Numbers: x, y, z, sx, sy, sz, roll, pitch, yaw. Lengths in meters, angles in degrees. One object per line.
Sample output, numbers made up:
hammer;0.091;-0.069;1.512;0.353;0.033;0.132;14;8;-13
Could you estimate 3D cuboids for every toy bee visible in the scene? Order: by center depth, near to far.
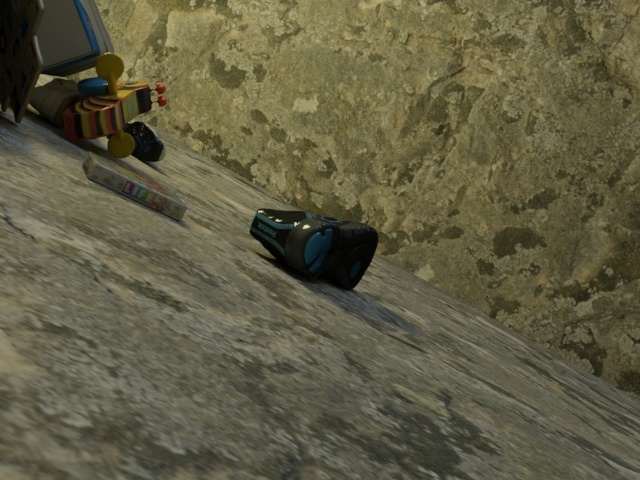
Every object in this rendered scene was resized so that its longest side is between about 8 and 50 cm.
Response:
toy bee;-0.388;-0.280;1.725;0.162;0.195;0.298;-3;47;2

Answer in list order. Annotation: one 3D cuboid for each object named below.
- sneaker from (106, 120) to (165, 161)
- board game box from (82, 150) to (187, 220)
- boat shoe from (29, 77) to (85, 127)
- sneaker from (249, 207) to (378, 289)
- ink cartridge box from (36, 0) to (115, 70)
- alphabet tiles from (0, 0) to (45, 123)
sneaker;-0.403;-0.230;2.012;0.081;0.080;0.211;20;11;-46
board game box;-0.287;-0.084;1.366;0.154;0.026;0.103;27;5;-25
boat shoe;-0.530;-0.294;1.826;0.096;0.098;0.277;29;5;-6
sneaker;0.000;0.000;1.595;0.139;0.125;0.341;25;0;25
ink cartridge box;-0.510;-0.441;1.711;0.307;0.129;0.223;-123;-167;-79
alphabet tiles;-0.506;-0.380;1.436;0.011;0.285;0.343;-7;69;-34
